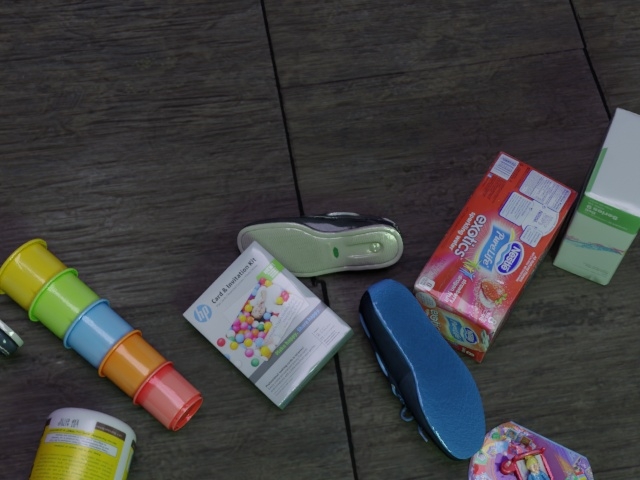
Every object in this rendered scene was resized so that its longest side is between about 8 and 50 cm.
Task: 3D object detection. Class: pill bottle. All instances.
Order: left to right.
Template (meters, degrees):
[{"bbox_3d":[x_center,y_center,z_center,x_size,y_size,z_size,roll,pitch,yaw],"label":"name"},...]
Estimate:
[{"bbox_3d":[-0.308,0.324,1.529,0.117,0.117,0.215,12,62,1],"label":"pill bottle"}]

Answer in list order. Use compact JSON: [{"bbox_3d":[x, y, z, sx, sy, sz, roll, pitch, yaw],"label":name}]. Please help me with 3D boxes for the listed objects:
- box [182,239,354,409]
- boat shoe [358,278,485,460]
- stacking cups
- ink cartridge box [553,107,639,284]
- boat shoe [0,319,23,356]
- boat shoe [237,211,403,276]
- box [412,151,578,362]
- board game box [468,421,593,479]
[{"bbox_3d":[-0.071,0.113,1.680,0.186,0.038,0.145,42,83,17],"label":"box"},{"bbox_3d":[0.138,0.173,1.655,0.109,0.089,0.258,-18,78,-26],"label":"boat shoe"},{"bbox_3d":[-0.293,0.129,1.641,0.316,0.096,0.096,40,67,15],"label":"stacking cups"},{"bbox_3d":[0.407,-0.057,1.725,0.093,0.212,0.154,21,64,10],"label":"ink cartridge box"},{"bbox_3d":[-0.514,0.101,1.639,0.254,0.095,0.079,26,62,10],"label":"boat shoe"},{"bbox_3d":[0.000,0.000,1.754,0.233,0.084,0.079,0,25,3],"label":"boat shoe"},{"bbox_3d":[0.236,0.023,1.720,0.128,0.123,0.257,29,65,12],"label":"box"},{"bbox_3d":[0.280,0.313,1.627,0.168,0.033,0.133,25,64,9],"label":"board game box"}]
